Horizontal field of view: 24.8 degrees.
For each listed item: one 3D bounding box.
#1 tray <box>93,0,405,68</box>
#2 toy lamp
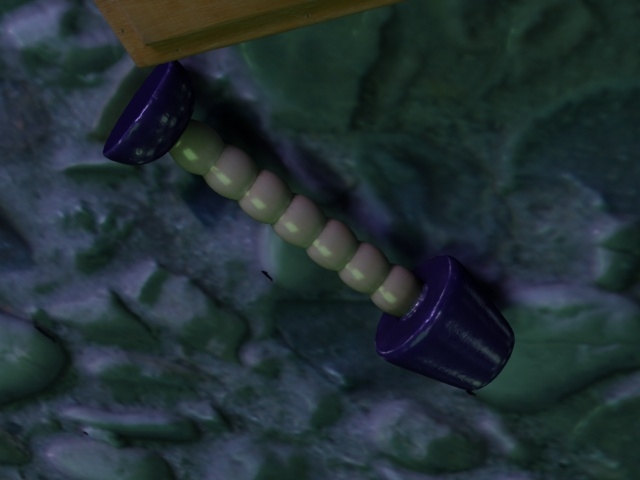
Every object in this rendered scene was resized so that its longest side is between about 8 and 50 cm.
[{"bbox_3d":[0.044,-0.212,0.641,0.411,0.076,0.203,-11,130,28],"label":"tray"},{"bbox_3d":[0.000,0.000,0.876,0.275,0.080,0.080,34,136,-15],"label":"toy lamp"}]
